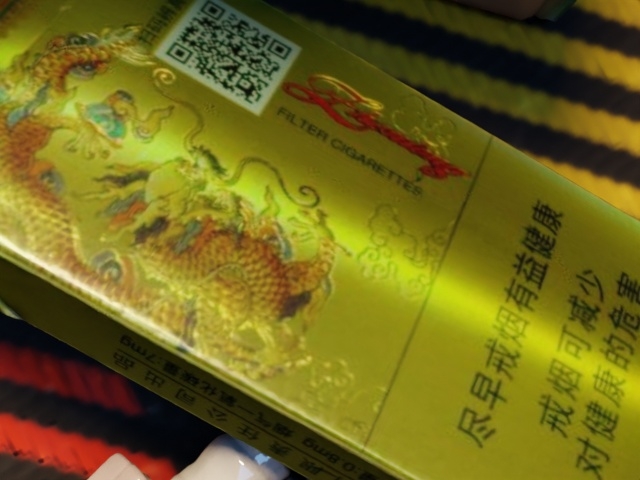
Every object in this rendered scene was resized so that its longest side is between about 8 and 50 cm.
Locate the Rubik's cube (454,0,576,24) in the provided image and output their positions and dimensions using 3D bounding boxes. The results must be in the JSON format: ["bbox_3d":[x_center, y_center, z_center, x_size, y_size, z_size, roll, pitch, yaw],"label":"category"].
[{"bbox_3d":[0.035,-0.236,0.396,0.221,0.224,0.231,14,83,-3],"label":"Rubik's cube"}]

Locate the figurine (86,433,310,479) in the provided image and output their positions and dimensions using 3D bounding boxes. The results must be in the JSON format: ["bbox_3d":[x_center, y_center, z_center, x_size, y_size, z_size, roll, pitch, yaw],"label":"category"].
[{"bbox_3d":[-0.095,0.154,0.397,0.229,0.137,0.112,-43,58,-13],"label":"figurine"}]

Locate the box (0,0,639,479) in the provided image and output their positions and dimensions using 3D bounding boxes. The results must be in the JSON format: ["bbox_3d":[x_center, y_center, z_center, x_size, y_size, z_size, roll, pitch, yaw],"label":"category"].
[{"bbox_3d":[0.000,0.000,0.420,0.311,0.043,0.173,30,50,-4],"label":"box"}]
